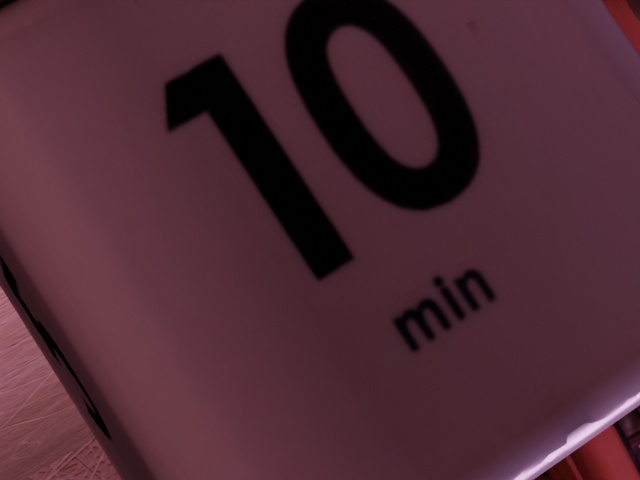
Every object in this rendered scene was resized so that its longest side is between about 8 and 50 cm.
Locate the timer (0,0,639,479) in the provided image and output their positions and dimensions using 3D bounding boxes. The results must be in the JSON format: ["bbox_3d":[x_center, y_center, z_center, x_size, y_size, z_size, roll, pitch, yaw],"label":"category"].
[{"bbox_3d":[0.000,0.000,0.503,0.192,0.195,0.194,-32,176,-14],"label":"timer"}]

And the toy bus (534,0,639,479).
[{"bbox_3d":[0.205,0.059,1.005,0.233,0.427,0.203,-29,-177,-13],"label":"toy bus"}]

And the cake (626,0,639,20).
[{"bbox_3d":[0.255,-0.145,0.513,0.309,0.237,0.230,-32,172,11],"label":"cake"}]
